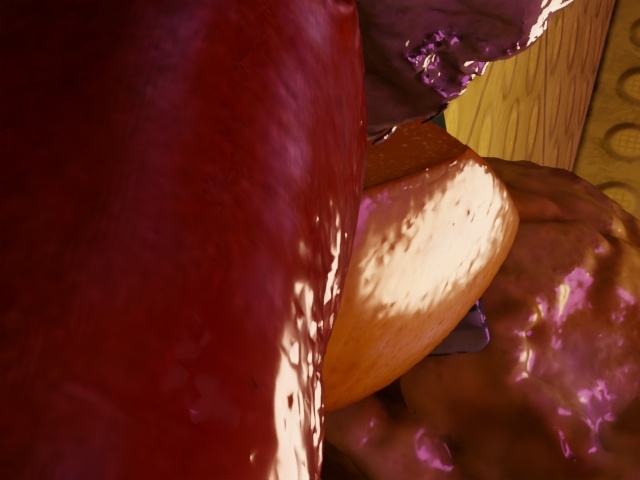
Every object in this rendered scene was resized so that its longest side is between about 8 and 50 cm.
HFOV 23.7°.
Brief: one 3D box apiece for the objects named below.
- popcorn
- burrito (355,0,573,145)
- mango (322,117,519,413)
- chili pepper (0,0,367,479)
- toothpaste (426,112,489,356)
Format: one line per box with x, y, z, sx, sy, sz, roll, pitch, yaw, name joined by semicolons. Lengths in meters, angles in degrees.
0.159;0.117;1.228;0.390;0.344;0.354;12;92;-71;popcorn
-0.042;-0.163;0.594;0.348;0.175;0.107;42;28;-33;burrito
0.000;0.000;0.864;0.350;0.201;0.199;-26;105;-66;mango
-0.079;0.037;0.503;0.251;0.229;0.305;92;13;-47;chili pepper
0.047;-0.114;1.051;0.061;0.098;0.392;-10;93;-70;toothpaste
